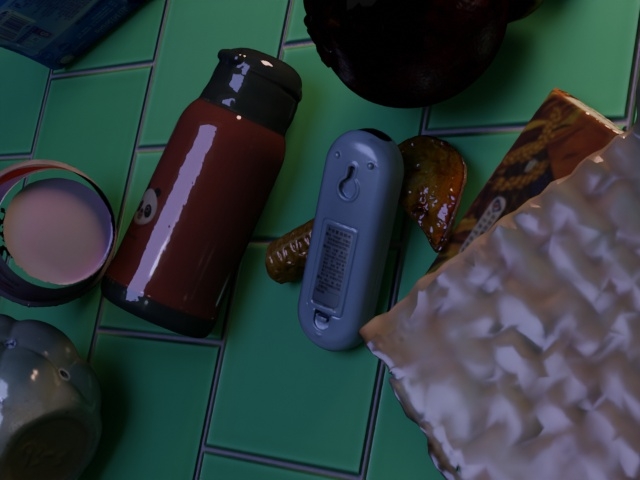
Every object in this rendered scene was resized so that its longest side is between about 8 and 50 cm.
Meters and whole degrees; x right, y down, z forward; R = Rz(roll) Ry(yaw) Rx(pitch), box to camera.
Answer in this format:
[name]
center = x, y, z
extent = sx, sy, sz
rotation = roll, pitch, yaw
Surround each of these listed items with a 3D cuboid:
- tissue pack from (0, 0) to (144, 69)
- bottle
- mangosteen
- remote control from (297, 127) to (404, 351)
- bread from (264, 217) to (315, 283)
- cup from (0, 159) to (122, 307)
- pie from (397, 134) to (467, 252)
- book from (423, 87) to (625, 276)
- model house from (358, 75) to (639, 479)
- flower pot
[tissue pack]
center = -0.368, -0.383, 1.758
extent = 0.263, 0.198, 0.146
rotation = -32, 57, 32
[bottle]
center = -0.129, -0.063, 1.459
extent = 0.144, 0.144, 0.336
rotation = 27, 94, 45
[mangosteen]
center = 0.112, -0.258, 1.272
extent = 0.265, 0.228, 0.228
rotation = -26, 51, -8
[remote control]
center = 0.028, 0.002, 1.310
extent = 0.087, 0.047, 0.244
rotation = 21, 108, 35
[bread]
center = 0.000, 0.000, 1.384
extent = 0.157, 0.044, 0.052
rotation = -29, 71, 33
[cup]
center = -0.328, -0.011, 1.509
extent = 0.288, 0.203, 0.203
rotation = 178, 109, -75
[pie]
center = 0.105, -0.069, 1.303
extent = 0.088, 0.033, 0.191
rotation = -47, 37, 8
[book]
center = 0.266, 0.083, 1.109
extent = 0.300, 0.039, 0.428
rotation = -57, 46, 12
[model house]
center = 0.324, 0.132, 0.802
extent = 0.400, 0.395, 0.445
rotation = -41, 59, 9
[flower pot]
center = -0.387, 0.213, 1.541
extent = 0.195, 0.246, 0.246
rotation = 34, 100, 38
